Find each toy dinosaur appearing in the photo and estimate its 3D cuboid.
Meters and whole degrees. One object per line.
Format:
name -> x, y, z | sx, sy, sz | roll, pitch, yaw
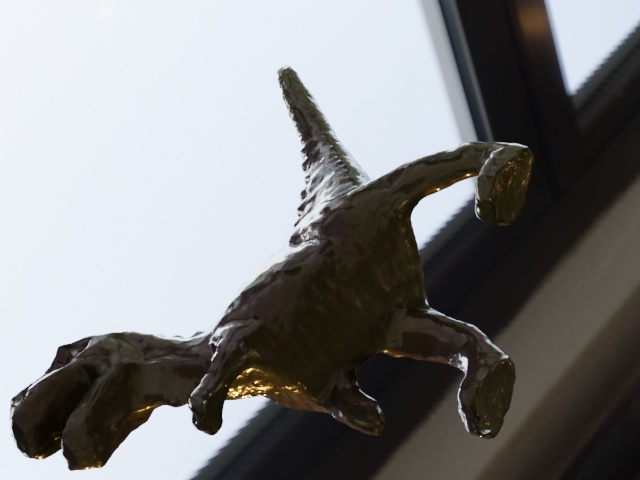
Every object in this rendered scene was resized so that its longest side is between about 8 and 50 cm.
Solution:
toy dinosaur -> -0.002, -0.002, 0.595 | 0.199, 0.072, 0.251 | 2, -128, 37
